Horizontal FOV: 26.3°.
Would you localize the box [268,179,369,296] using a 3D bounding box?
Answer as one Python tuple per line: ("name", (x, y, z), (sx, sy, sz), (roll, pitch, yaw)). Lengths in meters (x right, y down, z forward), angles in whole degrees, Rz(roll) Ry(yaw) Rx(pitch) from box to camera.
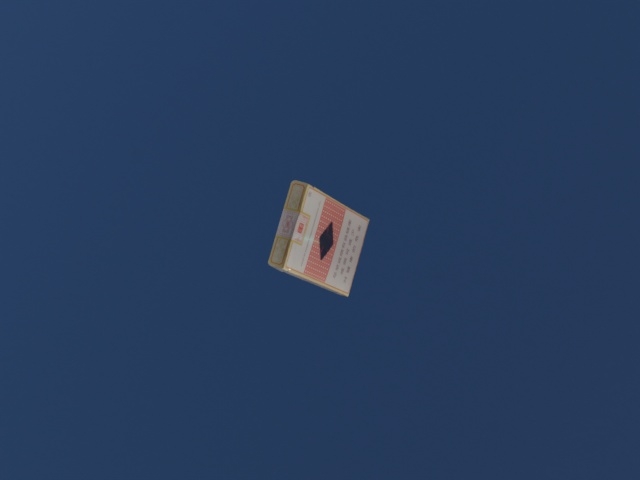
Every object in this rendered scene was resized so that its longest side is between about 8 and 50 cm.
("box", (0.000, 0.000, 0.723), (0.012, 0.083, 0.046), (14, -96, 27))
